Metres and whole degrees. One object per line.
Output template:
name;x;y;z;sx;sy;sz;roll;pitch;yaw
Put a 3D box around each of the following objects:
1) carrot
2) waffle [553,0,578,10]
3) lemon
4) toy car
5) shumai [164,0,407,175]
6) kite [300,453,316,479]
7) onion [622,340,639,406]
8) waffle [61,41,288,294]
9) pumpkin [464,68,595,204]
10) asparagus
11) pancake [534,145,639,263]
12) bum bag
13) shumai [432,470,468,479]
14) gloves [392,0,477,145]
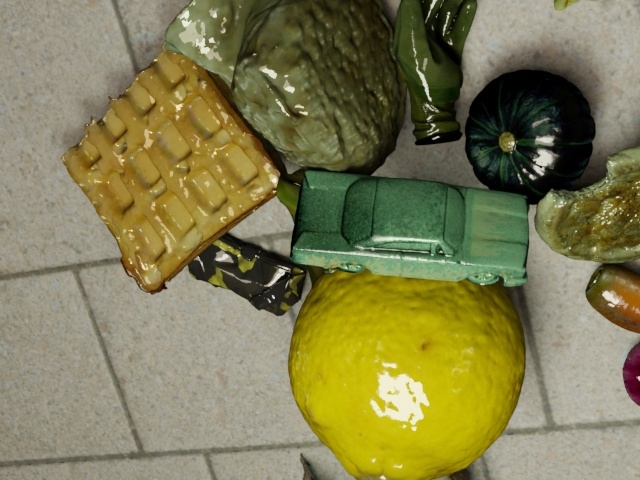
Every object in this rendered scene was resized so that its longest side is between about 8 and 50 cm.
carrot;0.486;0.103;1.579;0.193;0.087;0.087;28;119;3
waffle;0.364;-0.424;1.404;0.208;0.054;0.214;-19;99;30
lemon;0.125;0.183;1.580;0.350;0.387;0.350;6;154;3
toy car;0.124;-0.018;1.450;0.321;0.141;0.097;6;150;4
shumai;-0.056;-0.231;1.550;0.288;0.292;0.330;-2;145;35
kite;0.006;0.558;1.891;0.406;0.014;0.368;133;127;-65
onion;0.509;0.202;1.601;0.115;0.104;0.115;1;99;9
waffle;-0.237;-0.116;1.716;0.348;0.077;0.304;-37;86;30
pumpkin;0.289;-0.146;1.499;0.194;0.150;0.194;9;118;18
asparagus;-0.002;0.000;1.671;0.082;0.085;0.343;1;142;15
pancake;0.426;-0.042;1.489;0.254;0.037;0.253;-5;142;-4
bum bag;-0.134;0.048;1.792;0.232;0.060;0.106;24;114;15
shumai;0.200;0.508;1.831;0.262;0.267;0.314;29;155;-28
gloves;0.158;-0.266;1.516;0.107;0.135;0.268;14;106;41
